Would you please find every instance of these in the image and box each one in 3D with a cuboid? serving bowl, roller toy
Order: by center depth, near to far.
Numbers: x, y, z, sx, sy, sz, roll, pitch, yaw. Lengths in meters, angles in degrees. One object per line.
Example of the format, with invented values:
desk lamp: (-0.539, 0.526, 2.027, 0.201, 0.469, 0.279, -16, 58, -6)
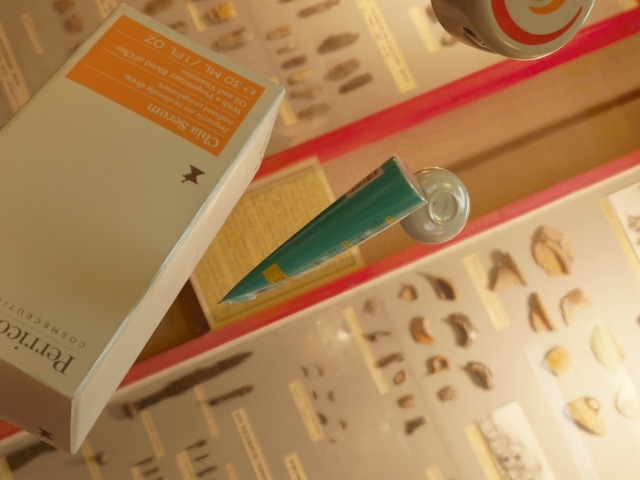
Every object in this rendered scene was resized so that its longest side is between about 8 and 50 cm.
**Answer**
serving bowl: (0.124, -0.036, 0.924, 0.083, 0.083, 0.027, 68, -14, -12)
roller toy: (0.251, -0.334, 1.114, 0.146, 0.209, 0.191, 45, -23, 60)

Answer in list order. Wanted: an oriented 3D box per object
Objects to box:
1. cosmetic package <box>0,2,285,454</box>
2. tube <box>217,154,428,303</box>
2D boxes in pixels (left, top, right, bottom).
cosmetic package: (-0.243, -0.032, 0.948, 0.230, 0.453, 0.161, 27, -35, 1)
tube: (0.000, 0.000, 0.803, 0.052, 0.207, 0.080, 60, 17, 16)
